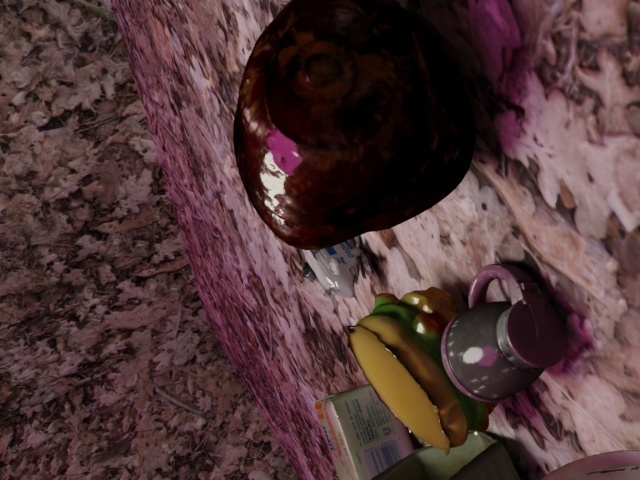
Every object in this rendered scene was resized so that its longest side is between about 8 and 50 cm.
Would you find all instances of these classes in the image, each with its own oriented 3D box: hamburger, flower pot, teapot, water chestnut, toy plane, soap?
[{"bbox_3d":[0.157,0.164,1.094,0.237,0.148,0.237,50,164,20],"label":"hamburger"},{"bbox_3d":[0.205,0.416,1.174,0.190,0.209,0.239,64,174,3],"label":"flower pot"},{"bbox_3d":[0.225,0.109,0.924,0.116,0.148,0.146,30,152,-9],"label":"teapot"},{"bbox_3d":[0.023,-0.132,0.872,0.244,0.289,0.289,-21,95,44],"label":"water chestnut"},{"bbox_3d":[0.000,-0.009,1.400,0.273,0.107,0.182,63,159,20],"label":"toy plane"},{"bbox_3d":[0.091,0.400,1.614,0.182,0.138,0.200,129,123,-73],"label":"soap"}]

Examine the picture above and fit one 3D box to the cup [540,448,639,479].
[{"bbox_3d":[0.321,0.364,0.759,0.253,0.253,0.274,-177,71,-71],"label":"cup"}]
